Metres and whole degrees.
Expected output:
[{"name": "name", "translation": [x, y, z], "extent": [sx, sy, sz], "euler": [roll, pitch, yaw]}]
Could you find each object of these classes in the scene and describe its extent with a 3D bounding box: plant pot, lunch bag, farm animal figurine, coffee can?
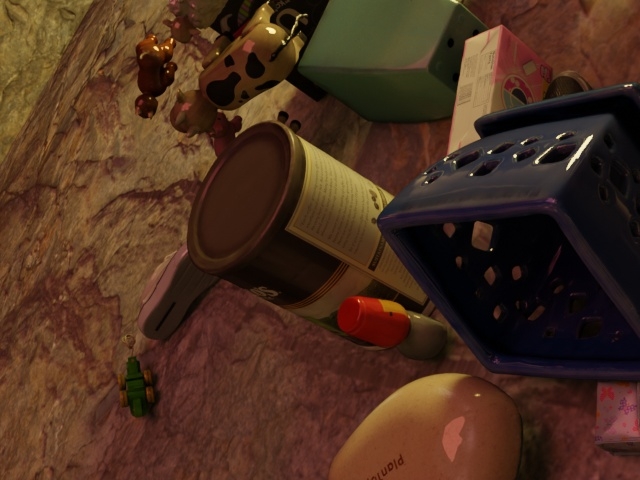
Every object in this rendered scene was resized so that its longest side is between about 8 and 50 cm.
[{"name": "plant pot", "translation": [0.240, -0.015, 0.975], "extent": [0.236, 0.236, 0.212], "euler": [-6, 39, 52]}, {"name": "lunch bag", "translation": [0.307, 0.164, 0.936], "extent": [0.083, 0.053, 0.071], "euler": [-10, 59, 38]}, {"name": "farm animal figurine", "translation": [-0.133, -0.214, 1.491], "extent": [0.327, 0.330, 0.172], "euler": [-48, 16, 42]}, {"name": "plant pot", "translation": [0.123, -0.267, 1.392], "extent": [0.234, 0.165, 0.166], "euler": [17, 80, 52]}, {"name": "coffee can", "translation": [0.000, 0.000, 1.252], "extent": [0.201, 0.275, 0.202], "euler": [-32, 43, 36]}]

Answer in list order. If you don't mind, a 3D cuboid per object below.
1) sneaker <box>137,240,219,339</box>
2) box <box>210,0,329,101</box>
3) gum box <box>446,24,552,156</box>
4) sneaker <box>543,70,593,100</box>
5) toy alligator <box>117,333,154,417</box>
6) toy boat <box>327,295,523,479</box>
[{"name": "sneaker", "translation": [-0.239, 0.052, 1.686], "extent": [0.258, 0.094, 0.091], "euler": [-48, 40, 19]}, {"name": "box", "translation": [-0.051, -0.379, 1.594], "extent": [0.165, 0.270, 0.143], "euler": [-38, 40, 30]}, {"name": "gum box", "translation": [0.226, -0.165, 1.228], "extent": [0.062, 0.107, 0.188], "euler": [-15, 55, 47]}, {"name": "sneaker", "translation": [0.271, -0.111, 1.154], "extent": [0.084, 0.083, 0.215], "euler": [-13, 55, 50]}, {"name": "toy alligator", "translation": [-0.319, 0.243, 1.696], "extent": [0.190, 0.056, 0.051], "euler": [-111, 18, -49]}, {"name": "toy boat", "translation": [0.114, 0.201, 1.102], "extent": [0.267, 0.148, 0.318], "euler": [-42, 46, 34]}]
